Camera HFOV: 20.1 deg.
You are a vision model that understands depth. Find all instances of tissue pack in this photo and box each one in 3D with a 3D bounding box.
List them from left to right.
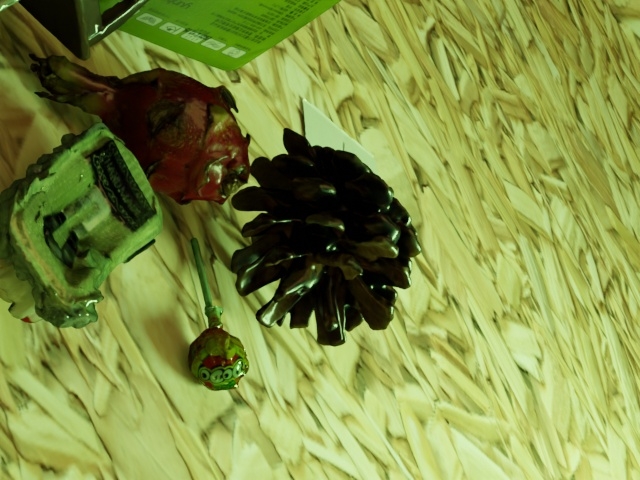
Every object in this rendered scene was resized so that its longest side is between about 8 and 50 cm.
[{"bbox_3d":[-0.133,-0.321,1.974,0.275,0.200,0.167,15,51,-55],"label":"tissue pack"}]

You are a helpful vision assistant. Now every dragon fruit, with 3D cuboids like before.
[{"bbox_3d":[-0.179,-0.122,1.793,0.246,0.125,0.125,23,7,-22],"label":"dragon fruit"}]

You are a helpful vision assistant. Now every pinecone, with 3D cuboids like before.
[{"bbox_3d":[-0.001,0.002,1.871,0.202,0.229,0.201,26,73,-22],"label":"pinecone"}]

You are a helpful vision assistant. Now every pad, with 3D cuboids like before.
[{"bbox_3d":[0.032,-0.059,2.216,0.156,0.004,0.232,37,34,-38],"label":"pad"}]

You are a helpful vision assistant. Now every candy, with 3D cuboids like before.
[{"bbox_3d":[-0.111,0.067,1.788,0.060,0.060,0.201,37,26,-38],"label":"candy"}]

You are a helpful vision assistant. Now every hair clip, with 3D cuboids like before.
[{"bbox_3d":[-0.230,-0.006,1.602,0.138,0.091,0.321,56,15,-8],"label":"hair clip"}]

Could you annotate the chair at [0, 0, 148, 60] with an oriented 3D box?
[{"bbox_3d":[-0.278,-0.259,1.691,0.319,0.186,0.160,-39,72,-23],"label":"chair"}]
